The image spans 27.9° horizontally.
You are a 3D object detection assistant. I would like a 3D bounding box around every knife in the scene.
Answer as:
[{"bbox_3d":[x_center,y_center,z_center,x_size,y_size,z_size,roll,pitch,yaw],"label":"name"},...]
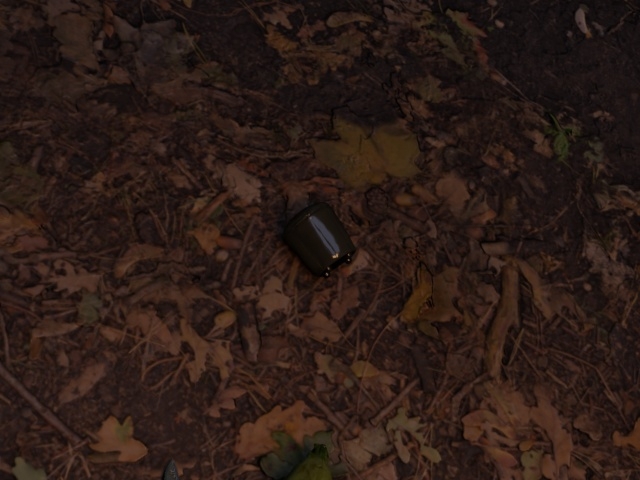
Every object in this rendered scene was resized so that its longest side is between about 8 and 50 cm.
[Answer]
[{"bbox_3d":[-0.191,0.408,1.810,0.028,0.015,0.210,-12,64,-19],"label":"knife"}]

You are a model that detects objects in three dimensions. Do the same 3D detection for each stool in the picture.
[{"bbox_3d":[0.000,0.000,2.081,0.096,0.096,0.110,-31,81,-32],"label":"stool"}]

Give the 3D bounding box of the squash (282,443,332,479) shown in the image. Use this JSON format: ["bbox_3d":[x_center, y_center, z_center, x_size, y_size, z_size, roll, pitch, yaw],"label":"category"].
[{"bbox_3d":[-0.065,0.439,1.782,0.118,0.118,0.370,34,50,1],"label":"squash"}]
